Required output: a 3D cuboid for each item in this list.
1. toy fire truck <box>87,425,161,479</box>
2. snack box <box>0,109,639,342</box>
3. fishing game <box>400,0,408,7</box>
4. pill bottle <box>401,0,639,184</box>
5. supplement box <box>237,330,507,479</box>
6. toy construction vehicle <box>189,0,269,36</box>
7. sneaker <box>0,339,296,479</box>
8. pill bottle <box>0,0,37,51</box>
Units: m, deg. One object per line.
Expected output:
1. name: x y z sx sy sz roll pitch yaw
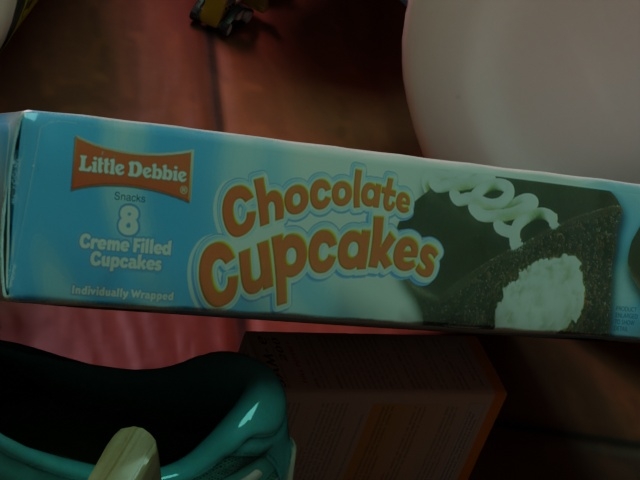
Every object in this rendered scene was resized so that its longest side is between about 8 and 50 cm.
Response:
1. toy fire truck: -0.050 0.129 0.386 0.158 0.217 0.246 -6 45 -31
2. snack box: 0.000 0.000 0.635 0.322 0.060 0.187 5 -2 -32
3. fishing game: 0.010 -0.187 0.942 0.189 0.041 0.264 48 15 17
4. pill bottle: 0.244 -0.117 0.896 0.224 0.224 0.392 39 38 27
5. supplement box: 0.013 0.068 0.659 0.098 0.062 0.036 3 37 -24
6. toy construction vehicle: -0.060 -0.160 0.977 0.086 0.035 0.098 30 35 15
7. sneaker: -0.142 0.061 0.550 0.275 0.110 0.107 6 36 -18
8. pill bottle: -0.191 -0.200 0.829 0.188 0.188 0.334 18 34 -1
